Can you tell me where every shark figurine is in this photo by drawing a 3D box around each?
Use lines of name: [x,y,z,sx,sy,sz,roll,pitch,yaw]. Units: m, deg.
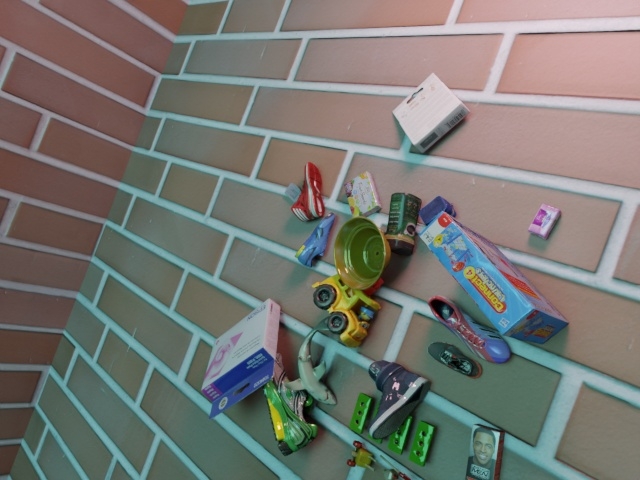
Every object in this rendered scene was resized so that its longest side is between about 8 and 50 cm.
shark figurine: [-0.030,0.384,1.545,0.167,0.116,0.277,-1,84,6]

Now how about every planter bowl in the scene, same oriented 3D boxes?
planter bowl: [0.142,0.038,1.415,0.217,0.091,0.216,-2,87,51]

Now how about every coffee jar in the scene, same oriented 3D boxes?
coffee jar: [0.249,-0.049,1.456,0.079,0.096,0.184,2,77,47]

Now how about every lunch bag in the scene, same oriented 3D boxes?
lunch bag: [0.351,-0.079,1.406,0.098,0.065,0.067,-39,40,24]

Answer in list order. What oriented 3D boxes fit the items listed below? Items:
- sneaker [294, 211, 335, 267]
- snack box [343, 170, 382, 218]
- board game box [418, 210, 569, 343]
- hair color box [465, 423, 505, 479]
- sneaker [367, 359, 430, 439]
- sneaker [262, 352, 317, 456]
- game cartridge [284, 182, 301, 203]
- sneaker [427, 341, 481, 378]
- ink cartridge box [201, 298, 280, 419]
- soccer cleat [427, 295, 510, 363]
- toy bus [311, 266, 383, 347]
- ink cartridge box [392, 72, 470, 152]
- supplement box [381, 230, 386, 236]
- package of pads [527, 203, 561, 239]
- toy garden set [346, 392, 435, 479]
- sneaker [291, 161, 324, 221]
sneaker: [0.000,0.000,1.670,0.082,0.069,0.209,36,91,6]
snack box: [0.142,-0.150,1.610,0.100,0.037,0.141,-28,60,27]
board game box: [0.417,0.094,1.140,0.086,0.308,0.301,-47,52,19]
hair color box: [0.409,0.537,1.182,0.072,0.043,0.141,3,77,40]
sneaker: [0.172,0.432,1.322,0.226,0.086,0.164,-34,42,-30]
sneaker: [-0.103,0.518,1.564,0.147,0.134,0.343,-18,51,-7]
game cartridge: [-0.100,-0.183,1.829,0.056,0.017,0.083,-55,51,16]
sneaker: [0.353,0.315,1.280,0.158,0.065,0.061,20,89,40]
ink cartridge box: [-0.280,0.405,1.660,0.324,0.071,0.330,-38,25,22]
soccer cleat: [0.385,0.234,1.261,0.248,0.095,0.083,44,105,39]
toy bus: [0.111,0.191,1.478,0.212,0.149,0.220,-34,59,7]
ink cartridge box: [0.349,-0.414,1.535,0.189,0.066,0.232,-42,34,22]
supplement box: [0.164,-0.011,1.551,0.099,0.036,0.062,18,89,40]
package of pads: [0.580,-0.049,1.235,0.050,0.032,0.083,31,96,39]
toy garden set: [0.191,0.574,1.344,0.245,0.049,0.203,13,83,39]
sneaker: [-0.063,-0.174,1.751,0.128,0.087,0.221,-19,64,31]
